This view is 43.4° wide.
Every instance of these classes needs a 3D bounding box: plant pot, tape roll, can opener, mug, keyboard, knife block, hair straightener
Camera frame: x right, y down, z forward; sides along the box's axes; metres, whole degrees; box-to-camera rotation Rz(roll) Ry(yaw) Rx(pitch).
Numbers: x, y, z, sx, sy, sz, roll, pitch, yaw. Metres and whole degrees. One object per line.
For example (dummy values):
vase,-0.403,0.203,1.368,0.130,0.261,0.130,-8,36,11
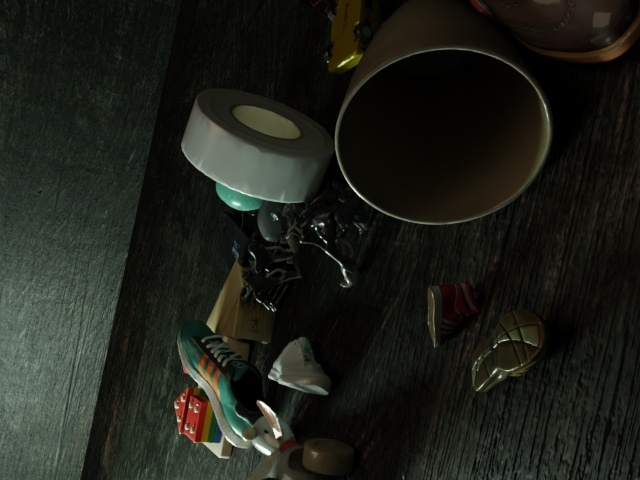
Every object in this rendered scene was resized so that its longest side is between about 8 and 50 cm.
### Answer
plant pot,0.151,-0.206,1.053,0.274,0.256,0.256,-87,22,-48
tape roll,-0.117,-0.187,1.550,0.286,0.286,0.100,-117,44,-55
can opener,-0.086,-0.107,1.690,0.280,0.093,0.074,-100,30,-48
mug,-0.162,-0.129,1.835,0.129,0.158,0.097,41,122,36
keyboard,-0.184,-0.007,1.924,0.317,0.033,0.201,-138,56,-62
knife block,-0.151,0.094,1.735,0.276,0.088,0.242,-8,71,65
hair straightener,-0.048,-0.046,1.558,0.230,0.089,0.047,55,165,39

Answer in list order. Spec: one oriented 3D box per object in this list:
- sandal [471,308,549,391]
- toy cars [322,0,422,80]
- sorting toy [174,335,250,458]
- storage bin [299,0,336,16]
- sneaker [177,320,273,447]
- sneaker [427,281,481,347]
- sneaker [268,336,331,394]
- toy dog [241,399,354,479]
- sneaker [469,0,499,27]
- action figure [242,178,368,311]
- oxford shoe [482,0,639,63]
sandal,0.227,0.133,0.941,0.180,0.049,0.072,114,163,-60
toy cars,0.109,-0.326,1.359,0.176,0.087,0.393,-57,34,17
sorting toy,-0.268,0.346,1.877,0.255,0.089,0.257,2,82,66
storage bin,0.009,-0.515,1.613,0.091,0.135,0.098,-48,37,33
sneaker,-0.188,0.270,1.664,0.121,0.108,0.302,-51,60,30
sneaker,0.178,0.099,1.075,0.118,0.067,0.042,83,174,-49
sneaker,-0.034,0.220,1.447,0.212,0.080,0.094,-3,65,67
toy dog,-0.078,0.382,1.354,0.334,0.161,0.220,-27,55,60
sneaker,0.240,-0.371,1.137,0.075,0.057,0.161,-44,37,27
action figure,0.000,0.000,1.395,0.276,0.141,0.164,-36,32,20
oxford shoe,0.235,-0.321,0.966,0.130,0.133,0.363,-57,42,16
